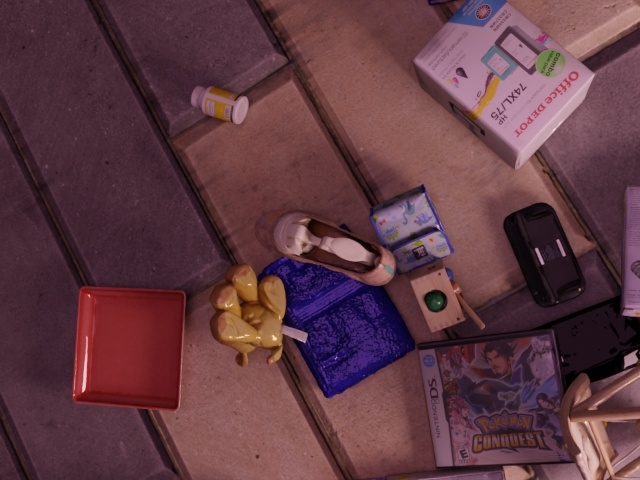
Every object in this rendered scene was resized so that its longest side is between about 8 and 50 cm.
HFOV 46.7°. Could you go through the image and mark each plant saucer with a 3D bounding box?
[{"bbox_3d":[-0.416,0.235,1.640,0.258,0.048,0.259,2,85,13],"label":"plant saucer"}]

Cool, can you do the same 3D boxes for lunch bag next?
[{"bbox_3d":[0.184,-0.017,1.500,0.128,0.096,0.151,-23,104,11],"label":"lunch bag"}]

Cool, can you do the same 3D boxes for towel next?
[{"bbox_3d":[0.027,0.144,1.529,0.227,0.076,0.308,-33,79,10],"label":"towel"}]

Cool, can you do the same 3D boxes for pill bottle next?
[{"bbox_3d":[-0.222,-0.301,1.628,0.116,0.065,0.065,20,90,13],"label":"pill bottle"}]

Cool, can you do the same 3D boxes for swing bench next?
[{"bbox_3d":[0.556,0.343,1.286,0.254,0.165,0.253,-22,125,12],"label":"swing bench"}]

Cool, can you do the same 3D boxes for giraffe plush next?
[{"bbox_3d":[-0.153,0.168,1.517,0.210,0.170,0.181,39,57,-14],"label":"giraffe plush"}]

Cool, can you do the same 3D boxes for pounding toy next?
[{"bbox_3d":[0.244,0.112,1.439,0.100,0.141,0.130,-23,94,10],"label":"pounding toy"}]

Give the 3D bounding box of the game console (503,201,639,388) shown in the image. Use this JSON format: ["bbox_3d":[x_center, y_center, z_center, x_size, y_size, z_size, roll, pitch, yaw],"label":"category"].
[{"bbox_3d":[0.482,0.096,1.445,0.213,0.044,0.361,-22,81,9],"label":"game console"}]

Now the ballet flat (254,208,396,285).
[{"bbox_3d":[0.000,0.000,1.464,0.316,0.106,0.108,16,84,18],"label":"ballet flat"}]

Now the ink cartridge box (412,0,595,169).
[{"bbox_3d":[0.348,-0.306,1.427,0.270,0.197,0.198,44,96,12],"label":"ink cartridge box"}]

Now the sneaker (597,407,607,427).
[{"bbox_3d":[0.461,0.368,1.415,0.175,0.067,0.064,-35,81,10],"label":"sneaker"}]

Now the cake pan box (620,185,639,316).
[{"bbox_3d":[0.690,0.023,1.350,0.266,0.070,0.246,1,73,18],"label":"cake pan box"}]

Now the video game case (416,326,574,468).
[{"bbox_3d":[0.335,0.307,1.432,0.274,0.035,0.248,-11,83,27],"label":"video game case"}]

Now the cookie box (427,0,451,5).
[{"bbox_3d":[0.263,-0.556,1.547,0.091,0.040,0.107,-7,84,13],"label":"cookie box"}]

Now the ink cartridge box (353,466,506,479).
[{"bbox_3d":[0.231,0.611,1.450,0.307,0.072,0.304,-10,84,10],"label":"ink cartridge box"}]
